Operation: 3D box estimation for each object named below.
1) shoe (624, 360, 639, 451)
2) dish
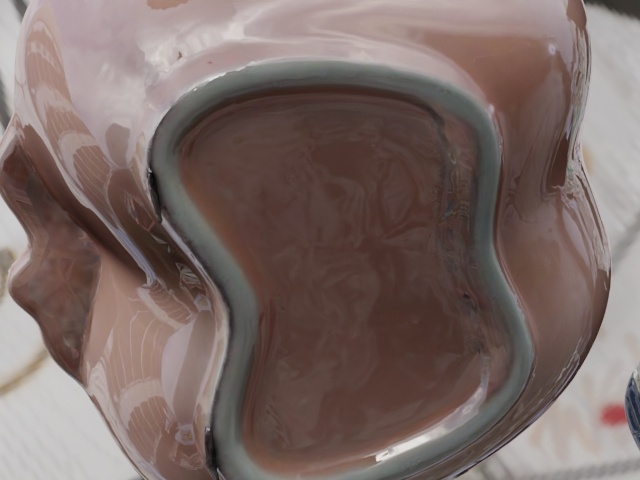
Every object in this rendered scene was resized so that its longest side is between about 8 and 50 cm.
[{"bbox_3d":[0.247,0.057,0.826,0.207,0.092,0.106,-25,-6,13],"label":"shoe"},{"bbox_3d":[0.000,0.000,0.517,0.213,0.090,0.213,-3,-70,-7],"label":"dish"}]
